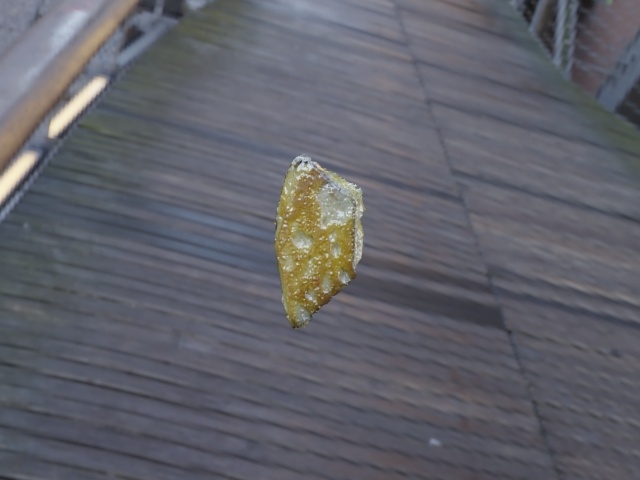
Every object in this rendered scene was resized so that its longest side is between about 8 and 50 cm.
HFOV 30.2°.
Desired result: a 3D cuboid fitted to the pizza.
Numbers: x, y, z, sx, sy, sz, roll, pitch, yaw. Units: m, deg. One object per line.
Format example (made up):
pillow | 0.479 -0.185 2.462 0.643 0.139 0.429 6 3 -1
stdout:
pizza | 0.000 0.000 1.070 0.099 0.160 0.035 -1 0 36
